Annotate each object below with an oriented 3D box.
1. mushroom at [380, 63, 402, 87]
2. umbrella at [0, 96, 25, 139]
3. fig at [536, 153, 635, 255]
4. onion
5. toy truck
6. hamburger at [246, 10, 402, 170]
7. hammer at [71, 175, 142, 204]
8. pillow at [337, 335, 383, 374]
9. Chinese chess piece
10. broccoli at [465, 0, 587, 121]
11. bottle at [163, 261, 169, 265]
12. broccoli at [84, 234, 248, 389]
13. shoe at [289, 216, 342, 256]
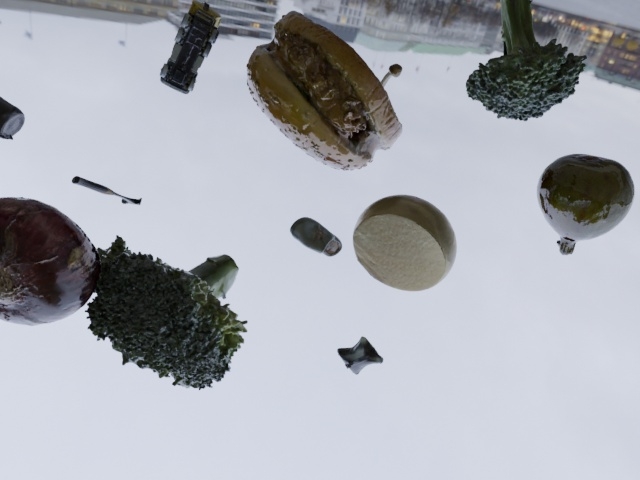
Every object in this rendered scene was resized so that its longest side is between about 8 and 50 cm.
[{"bbox_3d":[0.178,-0.442,1.527,0.068,0.306,0.043,-21,-98,-15],"label":"mushroom"},{"bbox_3d":[-0.577,-0.250,0.707,0.326,0.090,0.094,33,-176,-5],"label":"umbrella"},{"bbox_3d":[0.435,-0.056,0.859,0.142,0.186,0.148,11,-161,-11],"label":"fig"},{"bbox_3d":[-0.515,0.035,0.886,0.246,0.246,0.190,15,-140,1],"label":"onion"},{"bbox_3d":[-0.344,-0.515,1.337,0.098,0.227,0.114,23,-152,-24],"label":"toy truck"},{"bbox_3d":[-0.001,-0.361,1.243,0.445,0.268,0.287,47,-175,-6],"label":"hamburger"},{"bbox_3d":[-0.525,-0.121,1.244,0.078,0.021,0.201,8,172,24],"label":"hammer"},{"bbox_3d":[0.113,0.333,1.448,0.055,0.135,0.091,1,-120,-44],"label":"pillow"},{"bbox_3d":[0.201,0.007,1.202,0.251,0.251,0.097,24,-134,16],"label":"Chinese chess piece"},{"bbox_3d":[0.242,-0.250,0.608,0.118,0.204,0.122,-4,175,-6],"label":"broccoli"},{"bbox_3d":[-0.494,0.133,1.433,0.164,0.060,0.060,-38,-133,-8],"label":"bottle"},{"bbox_3d":[-0.280,0.152,1.107,0.397,0.275,0.353,24,-136,-59],"label":"broccoli"},{"bbox_3d":[0.000,0.000,1.489,0.195,0.079,0.078,30,-169,-39],"label":"shoe"}]
